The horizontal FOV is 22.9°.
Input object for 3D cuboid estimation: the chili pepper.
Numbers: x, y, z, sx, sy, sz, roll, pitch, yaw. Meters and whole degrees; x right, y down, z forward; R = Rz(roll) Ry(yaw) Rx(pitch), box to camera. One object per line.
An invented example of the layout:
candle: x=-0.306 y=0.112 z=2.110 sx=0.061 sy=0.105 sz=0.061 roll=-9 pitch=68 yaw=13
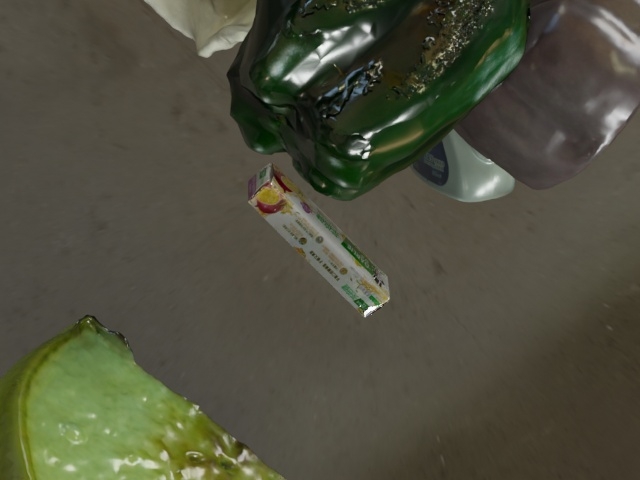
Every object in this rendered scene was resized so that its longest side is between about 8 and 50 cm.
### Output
chili pepper: x=0.053 y=-0.150 z=1.015 sx=0.165 sy=0.174 sz=0.261 roll=36 pitch=66 yaw=17

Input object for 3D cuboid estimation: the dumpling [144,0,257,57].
dumpling: x=-0.111 y=-0.333 z=1.493 sx=0.242 sy=0.187 sz=0.318 roll=-16 pitch=100 yaw=41

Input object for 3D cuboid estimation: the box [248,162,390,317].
box: x=0.000 y=0.000 z=1.759 sx=0.041 sy=0.050 sz=0.207 roll=-38 pitch=114 yaw=17

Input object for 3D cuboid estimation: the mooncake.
mooncake: x=0.222 y=-0.171 z=1.502 sx=0.133 sy=0.245 sz=0.245 roll=35 pitch=93 yaw=-12

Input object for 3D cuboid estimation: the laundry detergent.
laundry detergent: x=0.158 y=-0.203 z=1.849 sx=0.105 sy=0.215 sz=0.281 roll=-9 pitch=112 yaw=-14

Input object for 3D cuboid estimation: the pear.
pear: x=-0.127 y=0.276 z=1.011 sx=0.342 sy=0.238 sz=0.318 roll=37 pitch=124 yaw=3
